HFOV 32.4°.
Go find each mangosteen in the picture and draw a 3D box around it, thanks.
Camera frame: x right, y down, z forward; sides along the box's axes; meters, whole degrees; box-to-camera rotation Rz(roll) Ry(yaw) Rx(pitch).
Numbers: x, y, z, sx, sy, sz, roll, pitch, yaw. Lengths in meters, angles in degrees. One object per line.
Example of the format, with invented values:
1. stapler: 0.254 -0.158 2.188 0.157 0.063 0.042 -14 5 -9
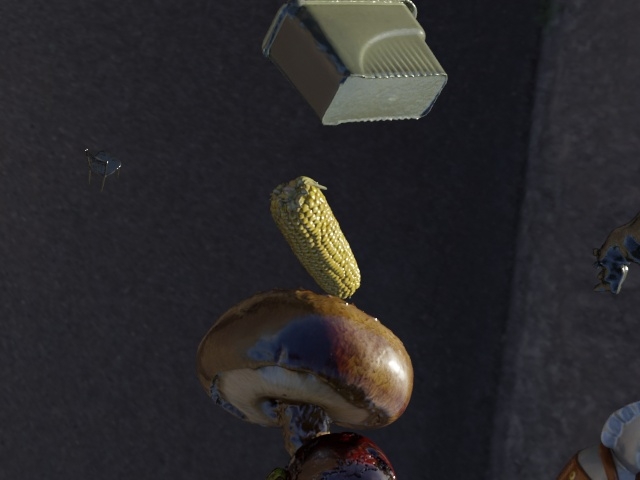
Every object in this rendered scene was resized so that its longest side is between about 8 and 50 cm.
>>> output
1. mangosteen: 0.006 0.321 1.349 0.180 0.166 0.166 -9 111 -17

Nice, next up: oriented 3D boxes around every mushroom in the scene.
1. mushroom: -0.021 0.177 1.479 0.163 0.297 0.278 -63 149 -46

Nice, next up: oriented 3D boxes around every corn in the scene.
1. corn: -0.005 0.000 1.827 0.091 0.091 0.260 -62 140 -31

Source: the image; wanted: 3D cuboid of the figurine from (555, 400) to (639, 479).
1. figurine: 0.370 0.265 1.301 0.143 0.143 0.271 22 93 -35

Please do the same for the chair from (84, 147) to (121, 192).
1. chair: -0.294 -0.104 1.495 0.037 0.086 0.042 32 61 6

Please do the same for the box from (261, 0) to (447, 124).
1. box: 0.065 -0.276 1.715 0.274 0.178 0.138 -9 144 -37

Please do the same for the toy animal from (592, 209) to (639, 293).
1. toy animal: 0.322 0.007 1.110 0.065 0.047 0.136 36 124 -10

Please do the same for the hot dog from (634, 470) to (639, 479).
1. hot dog: 0.257 0.319 0.798 0.223 0.185 0.405 48 42 -32
